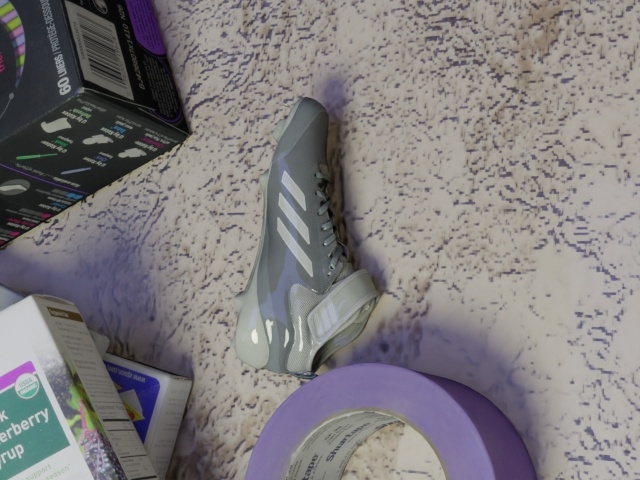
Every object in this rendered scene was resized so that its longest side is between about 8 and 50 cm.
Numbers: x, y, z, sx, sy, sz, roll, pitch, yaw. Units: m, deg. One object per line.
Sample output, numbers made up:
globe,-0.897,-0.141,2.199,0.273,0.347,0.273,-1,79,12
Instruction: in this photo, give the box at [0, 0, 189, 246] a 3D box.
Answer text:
box,-0.272,-0.111,1.065,0.270,0.143,0.165,-28,66,23

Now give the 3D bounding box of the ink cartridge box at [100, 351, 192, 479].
ink cartridge box,-0.219,0.183,1.025,0.206,0.045,0.208,14,84,32

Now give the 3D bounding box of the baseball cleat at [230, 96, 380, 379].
baseball cleat,0.000,0.000,0.938,0.109,0.072,0.206,12,90,18

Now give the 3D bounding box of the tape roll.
tape roll,0.046,0.180,0.854,0.189,0.080,0.189,-7,75,30

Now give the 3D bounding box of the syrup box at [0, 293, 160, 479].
syrup box,-0.184,0.164,0.918,0.093,0.096,0.237,-29,79,5

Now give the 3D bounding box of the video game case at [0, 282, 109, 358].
video game case,-0.269,0.136,1.029,0.173,0.022,0.190,21,88,34
